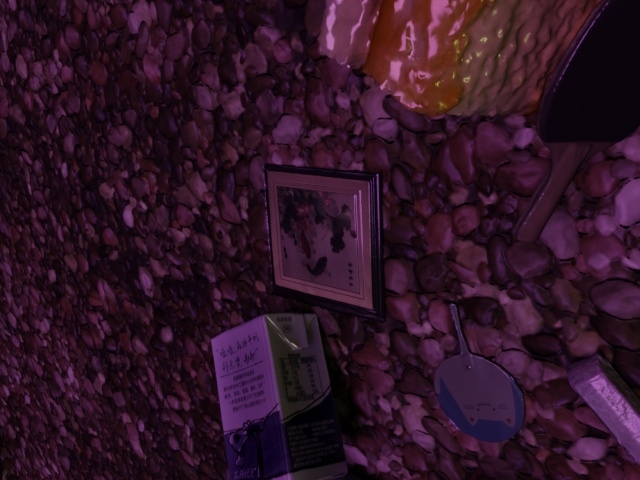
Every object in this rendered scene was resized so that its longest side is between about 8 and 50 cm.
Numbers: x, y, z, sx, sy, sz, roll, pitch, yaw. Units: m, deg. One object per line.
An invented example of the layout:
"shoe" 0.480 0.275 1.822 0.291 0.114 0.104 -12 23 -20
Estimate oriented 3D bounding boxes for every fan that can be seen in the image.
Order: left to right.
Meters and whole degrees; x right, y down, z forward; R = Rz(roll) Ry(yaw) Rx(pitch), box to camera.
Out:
"fan" 0.175 0.154 0.700 0.113 0.005 0.175 -10 100 43

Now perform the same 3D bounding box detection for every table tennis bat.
"table tennis bat" 0.222 -0.098 0.485 0.022 0.138 0.246 57 140 41

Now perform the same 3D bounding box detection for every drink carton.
"drink carton" -0.062 0.218 0.818 0.134 0.102 0.222 -30 65 44

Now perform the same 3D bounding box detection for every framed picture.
"framed picture" 0.000 0.000 0.790 0.199 0.010 0.195 10 112 37

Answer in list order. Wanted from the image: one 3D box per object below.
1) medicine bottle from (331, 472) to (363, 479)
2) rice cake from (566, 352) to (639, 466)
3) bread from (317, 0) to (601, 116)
"medicine bottle" 0.040 0.376 0.838 0.217 0.090 0.090 32 124 36
"rice cake" 0.319 0.197 0.575 0.206 0.036 0.047 50 118 16
"bread" 0.156 -0.280 0.408 0.165 0.237 0.375 46 134 35
